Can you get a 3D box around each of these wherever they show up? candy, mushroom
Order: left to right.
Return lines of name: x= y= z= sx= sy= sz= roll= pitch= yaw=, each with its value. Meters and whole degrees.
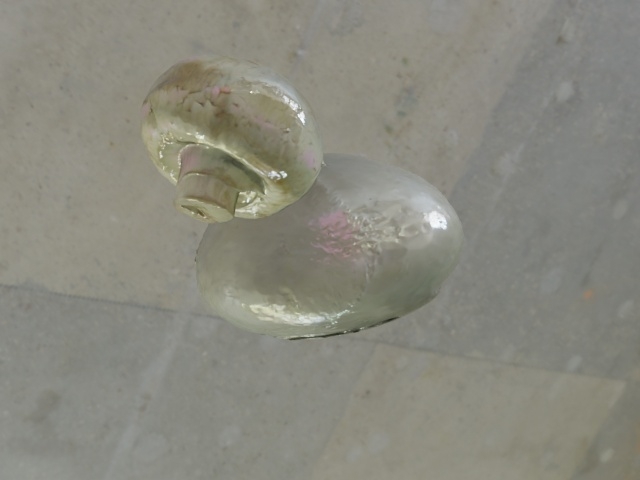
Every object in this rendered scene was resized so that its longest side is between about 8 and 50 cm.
mushroom: x=-0.039 y=-0.041 z=0.397 sx=0.083 sy=0.083 sz=0.067 roll=37 pitch=59 yaw=-43
candy: x=0.000 y=0.000 z=0.960 sx=0.295 sy=0.295 sz=0.185 roll=-19 pitch=101 yaw=-24
